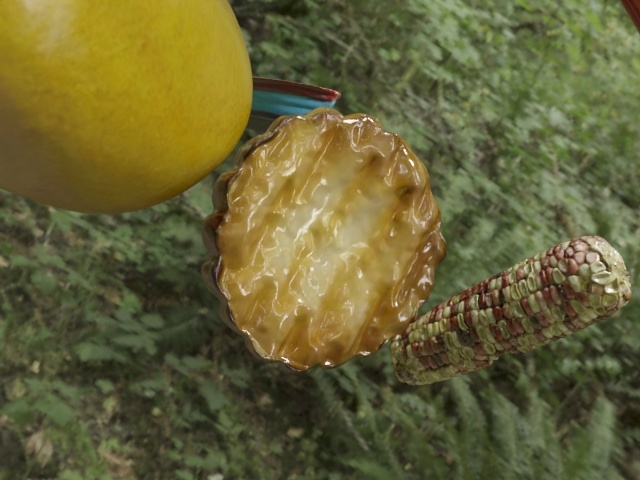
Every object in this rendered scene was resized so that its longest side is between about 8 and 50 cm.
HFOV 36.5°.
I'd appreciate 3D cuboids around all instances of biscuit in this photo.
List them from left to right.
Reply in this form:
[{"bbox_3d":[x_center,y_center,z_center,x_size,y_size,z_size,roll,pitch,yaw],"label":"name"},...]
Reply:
[{"bbox_3d":[0.000,0.000,1.187,0.325,0.326,0.107,20,-2,-32],"label":"biscuit"}]

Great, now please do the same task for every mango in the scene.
[{"bbox_3d":[-0.217,-0.186,0.801,0.232,0.300,0.445,5,-19,34],"label":"mango"}]

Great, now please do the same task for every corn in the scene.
[{"bbox_3d":[0.206,0.087,1.088,0.098,0.289,0.098,41,32,-33],"label":"corn"}]

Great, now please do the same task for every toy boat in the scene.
[{"bbox_3d":[-0.108,-0.246,1.766,0.136,0.080,0.392,34,-12,-40],"label":"toy boat"}]

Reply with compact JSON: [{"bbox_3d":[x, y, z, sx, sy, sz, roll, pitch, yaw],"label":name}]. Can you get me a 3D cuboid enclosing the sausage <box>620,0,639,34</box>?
[{"bbox_3d":[0.415,-0.251,1.148,0.083,0.083,0.264,9,53,-49],"label":"sausage"}]
